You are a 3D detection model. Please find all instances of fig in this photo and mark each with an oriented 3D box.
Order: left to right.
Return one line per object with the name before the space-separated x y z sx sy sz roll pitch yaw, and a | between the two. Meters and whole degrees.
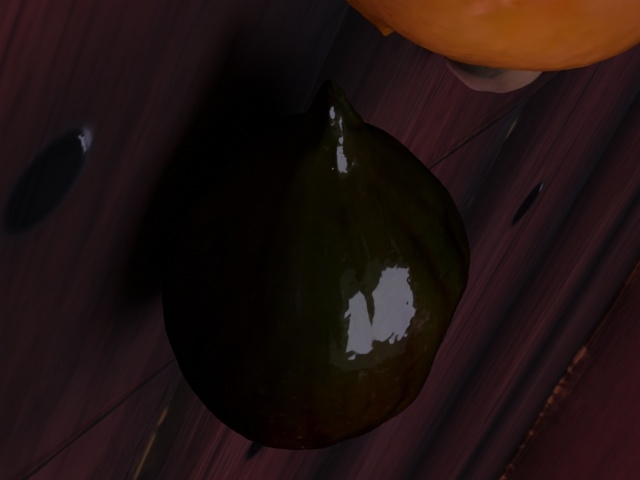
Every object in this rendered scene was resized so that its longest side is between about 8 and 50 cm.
fig | 0.000 0.000 0.588 0.109 0.103 0.154 -92 -174 -45

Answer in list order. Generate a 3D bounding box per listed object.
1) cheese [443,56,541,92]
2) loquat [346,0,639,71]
cheese | 0.070 -0.110 0.669 0.065 0.043 0.194 -57 165 -8
loquat | 0.051 -0.111 0.466 0.137 0.113 0.137 -171 -90 -87
